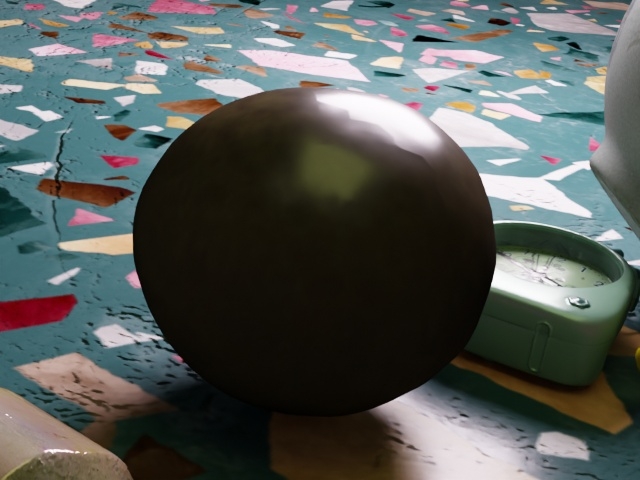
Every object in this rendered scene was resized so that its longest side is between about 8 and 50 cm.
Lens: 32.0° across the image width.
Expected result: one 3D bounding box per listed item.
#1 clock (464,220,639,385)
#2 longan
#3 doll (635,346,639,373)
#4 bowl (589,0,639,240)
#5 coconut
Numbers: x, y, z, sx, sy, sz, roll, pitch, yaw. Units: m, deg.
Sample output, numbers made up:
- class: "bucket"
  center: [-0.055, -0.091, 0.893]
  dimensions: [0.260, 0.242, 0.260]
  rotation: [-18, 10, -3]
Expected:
- class: "clock"
  center: [0.179, 0.037, 0.905]
  dimensions: [0.159, 0.066, 0.211]
  rotation: [20, 26, 26]
- class: "longan"
  center: [0.000, 0.000, 0.741]
  dimensions: [0.248, 0.248, 0.248]
  rotation: [7, 23, -3]
- class: "doll"
  center: [0.290, 0.086, 0.793]
  dimensions: [0.135, 0.071, 0.113]
  rotation: [16, 67, -2]
- class: "bowl"
  center: [0.351, -0.049, 0.914]
  dimensions: [0.435, 0.196, 0.435]
  rotation: [51, 12, -15]
- class: "coconut"
  center: [-0.143, 0.135, 0.512]
  dimensions: [0.122, 0.116, 0.116]
  rotation: [24, 28, 38]
